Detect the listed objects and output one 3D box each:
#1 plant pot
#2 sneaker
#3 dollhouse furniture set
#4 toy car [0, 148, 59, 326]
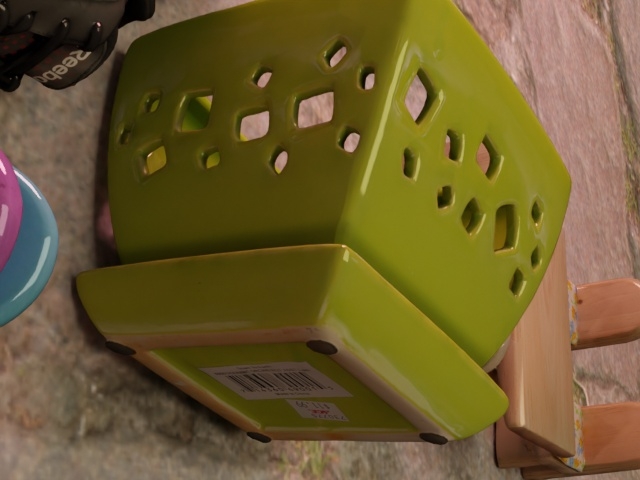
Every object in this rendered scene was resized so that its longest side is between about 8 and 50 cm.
[{"bbox_3d":[0.000,0.000,0.716,0.227,0.228,0.207,43,52,-43],"label":"plant pot"},{"bbox_3d":[-0.173,-0.135,0.595,0.276,0.098,0.135,-39,110,-58],"label":"sneaker"},{"bbox_3d":[0.217,0.145,0.971,0.362,0.257,0.394,33,52,-49],"label":"dollhouse furniture set"},{"bbox_3d":[-0.189,-0.006,0.486,0.182,0.136,0.159,22,60,-54],"label":"toy car"}]
